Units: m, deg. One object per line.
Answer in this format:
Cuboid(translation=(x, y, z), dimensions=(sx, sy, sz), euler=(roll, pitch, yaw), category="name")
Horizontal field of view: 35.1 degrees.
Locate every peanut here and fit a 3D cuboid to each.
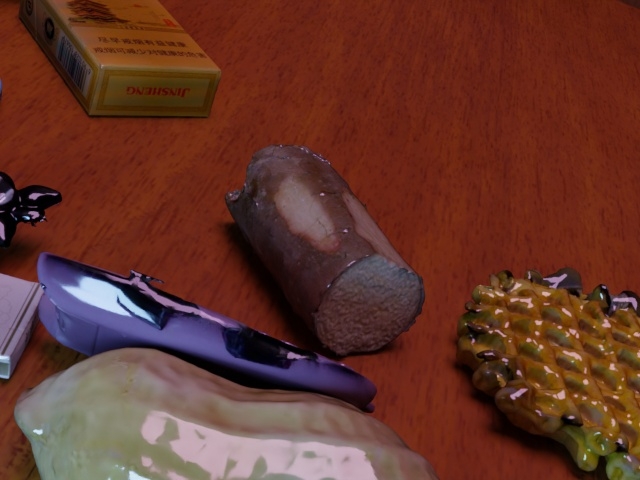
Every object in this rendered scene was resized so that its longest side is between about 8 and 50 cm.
Cuboid(translation=(-0.062, 0.174, 0.721), dimensions=(0.340, 0.158, 0.174), euler=(16, 55, -2), category="peanut")

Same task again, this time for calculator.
Cuboid(translation=(-0.093, 0.095, 0.823), dimensions=(0.294, 0.194, 0.043), euler=(21, 68, -8), category="calculator")

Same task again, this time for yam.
Cuboid(translation=(-0.001, 0.001, 1.062), dimensions=(0.128, 0.129, 0.238), euler=(-29, 47, -8), category="yam")

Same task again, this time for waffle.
Cuboid(translation=(0.290, 0.134, 1.085), dimensions=(0.329, 0.062, 0.329), euler=(15, 30, -9), category="waffle")

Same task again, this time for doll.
Cuboid(translation=(-0.358, -0.048, 0.971), dimensions=(0.219, 0.067, 0.091), euler=(21, 42, 14), category="doll")

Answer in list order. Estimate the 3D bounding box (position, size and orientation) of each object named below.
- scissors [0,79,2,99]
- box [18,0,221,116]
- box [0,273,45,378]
Cuboid(translation=(-0.392, -0.123, 1.103), dimensions=(0.125, 0.030, 0.256), euler=(-4, 39, -30), category="scissors")
Cuboid(translation=(-0.273, -0.267, 1.356), dimensions=(0.174, 0.076, 0.274), euler=(-4, 39, -38), category="box")
Cuboid(translation=(-0.344, 0.052, 0.861), dimensions=(0.198, 0.029, 0.109), euler=(16, 31, -6), category="box")
